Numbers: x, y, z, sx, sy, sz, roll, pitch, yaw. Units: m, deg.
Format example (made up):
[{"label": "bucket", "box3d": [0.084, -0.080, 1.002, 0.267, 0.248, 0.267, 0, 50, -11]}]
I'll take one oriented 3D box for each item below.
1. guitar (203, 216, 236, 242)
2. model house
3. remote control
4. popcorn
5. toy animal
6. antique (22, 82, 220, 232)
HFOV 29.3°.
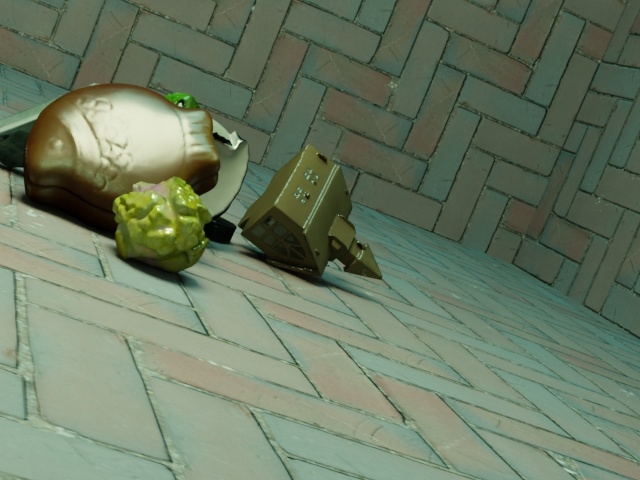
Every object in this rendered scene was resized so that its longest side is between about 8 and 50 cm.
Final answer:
[{"label": "guitar", "box3d": [-0.263, -0.064, 2.126, 0.271, 0.038, 0.084, 26, 6, 28]}, {"label": "model house", "box3d": [0.000, 0.000, 2.095, 0.248, 0.176, 0.181, 40, 46, -13]}, {"label": "remote control", "box3d": [-0.397, -0.175, 1.878, 0.247, 0.052, 0.104, -17, -34, 17]}, {"label": "popcorn", "box3d": [-0.209, -0.023, 1.608, 0.145, 0.126, 0.126, 21, 10, 41]}, {"label": "toy animal", "box3d": [-0.253, -0.138, 1.978, 0.212, 0.212, 0.267, 17, 9, -44]}, {"label": "antique", "box3d": [-0.286, -0.114, 1.751, 0.278, 0.129, 0.223, -10, 62, -18]}]
